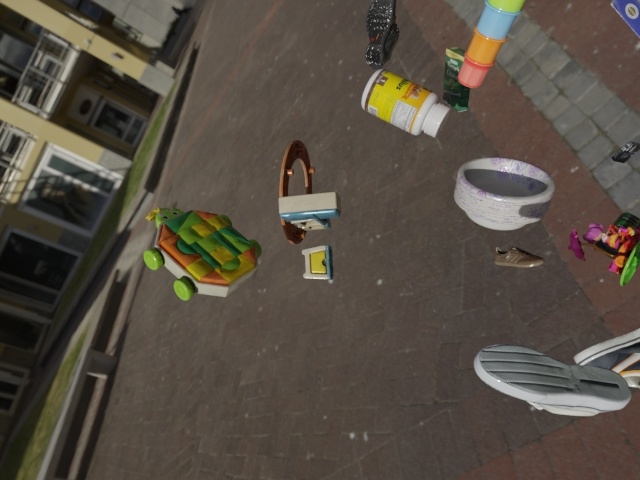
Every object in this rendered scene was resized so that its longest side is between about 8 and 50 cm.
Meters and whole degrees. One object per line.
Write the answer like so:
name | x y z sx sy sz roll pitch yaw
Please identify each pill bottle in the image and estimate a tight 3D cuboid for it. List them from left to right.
pill bottle | 0.223 -0.352 1.217 0.117 0.215 0.117 -54 -15 -21

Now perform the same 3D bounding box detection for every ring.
ring | -0.065 -0.154 1.512 0.032 0.336 0.336 2 59 14

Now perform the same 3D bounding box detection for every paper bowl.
paper bowl | 0.564 -0.138 1.464 0.284 0.284 0.148 -106 13 -54

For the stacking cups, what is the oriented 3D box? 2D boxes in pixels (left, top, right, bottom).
stacking cups | 0.405 -0.497 1.053 0.316 0.096 0.096 101 173 -49

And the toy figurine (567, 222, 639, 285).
toy figurine | 0.721 0.006 1.185 0.159 0.130 0.173 29 81 40

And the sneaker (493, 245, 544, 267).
sneaker | 0.749 0.059 1.780 0.188 0.066 0.071 -1 106 44

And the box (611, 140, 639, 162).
box | 1.121 -0.323 1.713 0.083 0.067 0.018 -57 39 43

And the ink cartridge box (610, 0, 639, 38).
ink cartridge box | 0.684 -0.436 0.879 0.224 0.223 0.045 -47 5 -17

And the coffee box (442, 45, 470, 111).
coffee box | 0.454 -0.537 1.556 0.113 0.040 0.184 -118 17 -48

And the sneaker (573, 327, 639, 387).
sneaker | 0.783 0.271 1.114 0.321 0.126 0.127 -23 58 -1

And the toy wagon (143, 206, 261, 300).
toy wagon | -0.332 0.008 1.248 0.267 0.344 0.068 -34 -23 -46

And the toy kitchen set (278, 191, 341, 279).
toy kitchen set | 0.000 0.000 1.031 0.122 0.207 0.166 -5 82 13

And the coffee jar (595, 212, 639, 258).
coffee jar | 1.051 -0.016 1.642 0.184 0.096 0.079 -35 -26 -25

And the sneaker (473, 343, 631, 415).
sneaker | 0.370 0.245 0.773 0.094 0.258 0.091 -77 3 -46

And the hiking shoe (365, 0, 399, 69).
hiking shoe | 0.195 -0.651 1.437 0.114 0.086 0.227 -46 -25 -39
